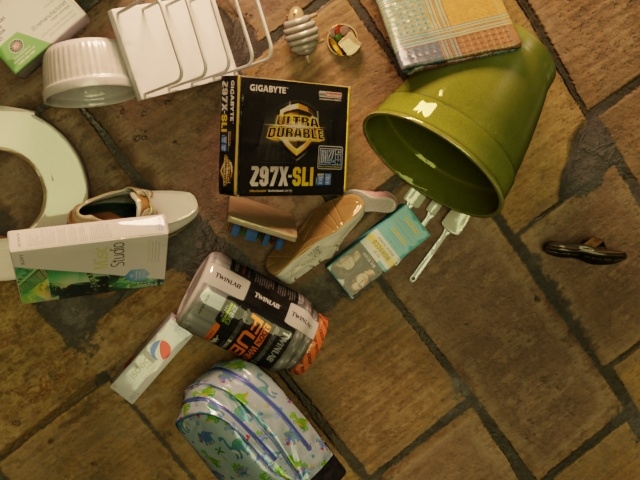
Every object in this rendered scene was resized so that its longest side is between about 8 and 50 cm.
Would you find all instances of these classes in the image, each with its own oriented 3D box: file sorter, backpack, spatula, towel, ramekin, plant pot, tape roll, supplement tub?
[{"bbox_3d":[-0.263,-0.433,1.741,0.277,0.173,0.193,-26,104,-43],"label":"file sorter"},{"bbox_3d":[-0.159,0.440,1.880,0.273,0.290,0.355,-25,91,-38],"label":"backpack"},{"bbox_3d":[0.248,-0.025,2.020,0.168,0.019,0.242,35,90,-13],"label":"spatula"},{"bbox_3d":[0.264,-0.526,1.821,0.271,0.040,0.370,-12,56,0],"label":"towel"},{"bbox_3d":[-0.496,-0.360,1.762,0.207,0.207,0.109,-8,90,-9],"label":"ramekin"},{"bbox_3d":[0.345,-0.300,1.859,0.366,0.366,0.353,39,78,-12],"label":"plant pot"},{"bbox_3d":[-0.710,-0.106,1.820,0.392,0.072,0.392,-1,97,-9],"label":"tape roll"},{"bbox_3d":[-0.154,0.175,1.886,0.316,0.193,0.193,27,92,-12],"label":"supplement tub"}]

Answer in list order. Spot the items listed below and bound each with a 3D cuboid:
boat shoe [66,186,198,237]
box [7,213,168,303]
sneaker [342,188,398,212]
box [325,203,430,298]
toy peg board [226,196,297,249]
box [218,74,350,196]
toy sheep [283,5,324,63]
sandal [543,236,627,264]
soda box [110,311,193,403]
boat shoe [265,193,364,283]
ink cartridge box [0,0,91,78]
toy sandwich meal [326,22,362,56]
[{"bbox_3d":[-0.404,-0.059,1.815,0.302,0.103,0.113,-16,71,-29],"label":"boat shoe"},{"bbox_3d":[-0.497,0.043,1.780,0.322,0.232,0.058,-7,60,-16],"label":"box"},{"bbox_3d":[0.125,-0.096,1.980,0.134,0.070,0.051,11,105,18],"label":"sneaker"},{"bbox_3d":[0.137,0.024,1.976,0.244,0.060,0.100,-39,96,-1],"label":"box"},{"bbox_3d":[-0.145,-0.026,1.889,0.161,0.160,0.079,17,109,-11],"label":"toy peg board"},{"bbox_3d":[-0.076,-0.228,1.834,0.322,0.079,0.257,-3,101,-42],"label":"box"},{"bbox_3d":[-0.041,-0.472,1.884,0.091,0.091,0.132,-21,105,-7],"label":"toy sheep"},{"bbox_3d":[0.673,0.018,2.078,0.219,0.090,0.060,9,73,-4],"label":"sandal"},{"bbox_3d":[-0.394,0.274,1.918,0.069,0.074,0.216,42,88,-12],"label":"soda box"},{"bbox_3d":[0.000,0.000,1.946,0.277,0.098,0.096,-37,135,7],"label":"boat shoe"},{"bbox_3d":[-0.666,-0.520,1.752,0.201,0.117,0.278,-42,101,-3],"label":"ink cartridge box"},{"bbox_3d":[0.056,-0.470,1.927,0.085,0.029,0.085,-1,97,-10],"label":"toy sandwich meal"}]
